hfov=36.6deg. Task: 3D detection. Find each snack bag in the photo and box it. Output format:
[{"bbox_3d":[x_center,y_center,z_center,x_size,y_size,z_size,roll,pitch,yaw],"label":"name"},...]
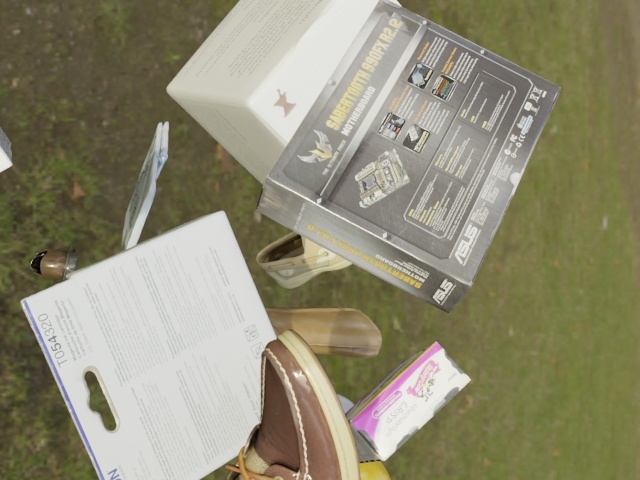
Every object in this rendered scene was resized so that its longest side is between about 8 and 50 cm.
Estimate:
[{"bbox_3d":[-0.465,-0.105,2.538,0.342,0.037,0.323,-97,-151,-55],"label":"snack bag"}]

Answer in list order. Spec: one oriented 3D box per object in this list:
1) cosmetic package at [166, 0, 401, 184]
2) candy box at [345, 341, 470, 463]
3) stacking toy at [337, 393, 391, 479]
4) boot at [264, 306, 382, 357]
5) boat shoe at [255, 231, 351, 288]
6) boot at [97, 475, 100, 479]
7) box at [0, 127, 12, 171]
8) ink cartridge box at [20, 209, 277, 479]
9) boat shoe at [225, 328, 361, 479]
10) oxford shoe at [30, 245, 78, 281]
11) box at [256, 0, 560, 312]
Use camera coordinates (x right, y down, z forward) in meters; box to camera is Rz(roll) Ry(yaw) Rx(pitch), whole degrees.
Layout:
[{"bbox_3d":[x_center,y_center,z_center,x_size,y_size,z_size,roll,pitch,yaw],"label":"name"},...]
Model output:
[{"bbox_3d":[-0.016,-0.282,1.814,0.327,0.394,0.329,45,79,-29],"label":"cosmetic package"},{"bbox_3d":[0.101,0.230,1.336,0.159,0.071,0.233,-40,174,-15],"label":"candy box"},{"bbox_3d":[0.017,0.461,1.636,0.350,0.351,0.479,-57,147,-53],"label":"stacking toy"},{"bbox_3d":[-0.068,0.132,1.632,0.270,0.236,0.089,2,117,-32],"label":"boot"},{"bbox_3d":[0.000,0.000,1.935,0.098,0.302,0.109,37,40,-34],"label":"boat shoe"},{"bbox_3d":[-0.303,0.448,1.621,0.112,0.115,0.305,-143,-141,-70],"label":"boot"},{"bbox_3d":[-0.591,-0.124,1.482,0.103,0.203,0.114,62,-4,-30],"label":"box"},{"bbox_3d":[-0.211,0.164,1.325,0.330,0.071,0.324,-26,98,-35],"label":"ink cartridge box"},{"bbox_3d":[-0.037,0.258,1.006,0.123,0.123,0.342,-17,120,-21],"label":"boat shoe"},{"bbox_3d":[-0.593,0.047,2.146,0.227,0.096,0.082,170,-72,-74],"label":"oxford shoe"},{"bbox_3d":[0.079,-0.078,0.819,0.231,0.183,0.056,-61,176,-30],"label":"box"}]
